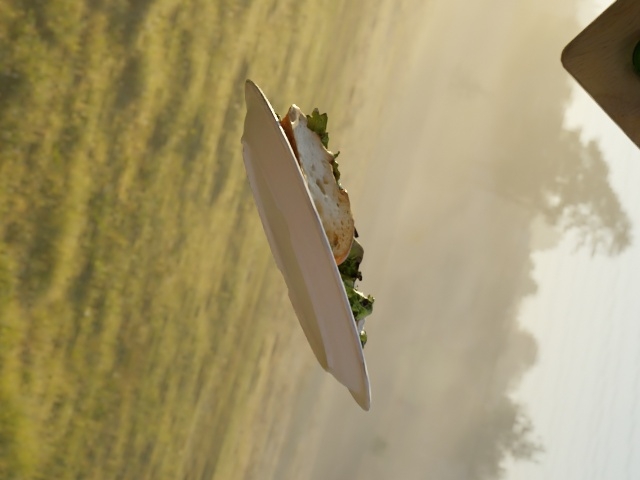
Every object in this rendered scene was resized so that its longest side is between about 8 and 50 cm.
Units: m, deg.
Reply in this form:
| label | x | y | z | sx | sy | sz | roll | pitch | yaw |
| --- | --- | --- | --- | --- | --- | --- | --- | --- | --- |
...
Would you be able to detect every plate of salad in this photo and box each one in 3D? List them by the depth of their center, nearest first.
| label | x | y | z | sx | sy | sz | roll | pitch | yaw |
| --- | --- | --- | --- | --- | --- | --- | --- | --- | --- |
| plate of salad | 0.000 | 0.000 | 0.738 | 0.200 | 0.048 | 0.199 | 159 | -90 | -83 |

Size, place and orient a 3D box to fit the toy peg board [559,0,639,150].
| label | x | y | z | sx | sy | sz | roll | pitch | yaw |
| --- | --- | --- | --- | --- | --- | --- | --- | --- | --- |
| toy peg board | 0.203 | -0.064 | 0.475 | 0.161 | 0.160 | 0.079 | -43 | -179 | 10 |
